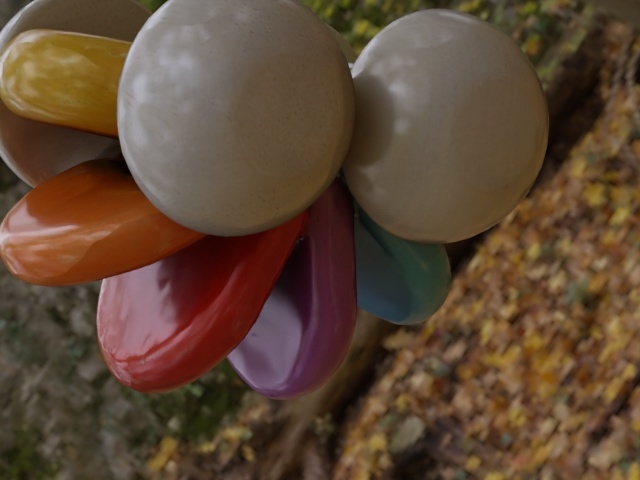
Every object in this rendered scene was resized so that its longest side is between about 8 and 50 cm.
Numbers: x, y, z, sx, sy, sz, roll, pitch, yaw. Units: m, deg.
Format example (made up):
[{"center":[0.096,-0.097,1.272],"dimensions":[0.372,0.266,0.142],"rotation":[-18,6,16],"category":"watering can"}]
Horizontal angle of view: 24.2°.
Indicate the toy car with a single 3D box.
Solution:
[{"center":[-0.023,-0.013,0.501],"dimensions":[0.182,0.159,0.136],"rotation":[2,-85,-34],"category":"toy car"}]
